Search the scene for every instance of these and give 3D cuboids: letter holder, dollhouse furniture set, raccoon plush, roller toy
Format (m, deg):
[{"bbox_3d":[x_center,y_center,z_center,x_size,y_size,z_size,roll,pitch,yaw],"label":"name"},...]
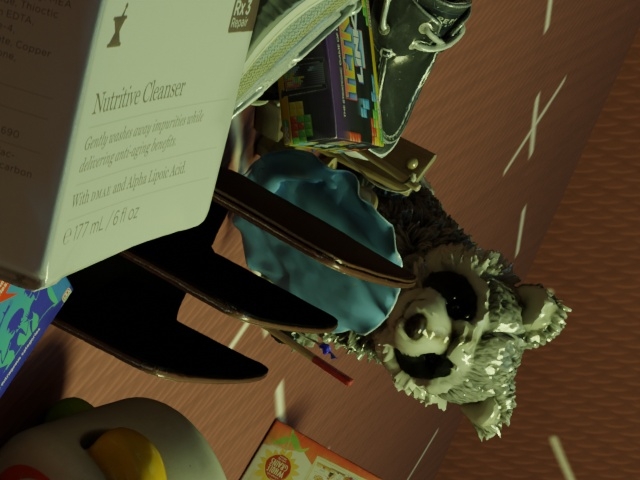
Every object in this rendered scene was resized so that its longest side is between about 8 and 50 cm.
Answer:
[{"bbox_3d":[-0.061,0.042,1.544,0.152,0.214,0.302,-63,166,3],"label":"letter holder"},{"bbox_3d":[0.027,-0.102,1.765,0.144,0.123,0.151,-53,163,-32],"label":"dollhouse furniture set"},{"bbox_3d":[0.144,0.024,2.044,0.446,0.299,0.216,-40,154,-56],"label":"raccoon plush"},{"bbox_3d":[-0.171,0.230,1.520,0.146,0.209,0.191,-14,101,-40],"label":"roller toy"}]

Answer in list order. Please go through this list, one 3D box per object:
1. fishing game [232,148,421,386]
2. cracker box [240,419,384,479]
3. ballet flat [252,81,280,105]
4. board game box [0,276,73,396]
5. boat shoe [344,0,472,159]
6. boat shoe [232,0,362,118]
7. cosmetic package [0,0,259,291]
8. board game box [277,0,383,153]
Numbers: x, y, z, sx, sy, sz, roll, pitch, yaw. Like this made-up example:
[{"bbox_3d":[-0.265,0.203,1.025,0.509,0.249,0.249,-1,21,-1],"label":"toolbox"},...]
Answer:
[{"bbox_3d":[0.000,0.000,1.732,0.041,0.189,0.264,-37,150,-43],"label":"fishing game"},{"bbox_3d":[-0.042,0.354,2.294,0.232,0.156,0.067,-58,166,-12],"label":"cracker box"},{"bbox_3d":[-0.049,-0.133,1.585,0.070,0.070,0.188,-65,161,10],"label":"ballet flat"},{"bbox_3d":[-0.244,0.051,1.271,0.160,0.047,0.210,-58,164,-15],"label":"board game box"},{"bbox_3d":[0.081,-0.205,1.678,0.108,0.102,0.301,-12,118,-51],"label":"boat shoe"},{"bbox_3d":[-0.046,-0.176,1.420,0.320,0.118,0.103,-50,168,-25],"label":"boat shoe"},{"bbox_3d":[-0.115,-0.194,0.945,0.217,0.156,0.385,-29,137,-69],"label":"cosmetic package"},{"bbox_3d":[0.004,-0.160,1.567,0.141,0.048,0.170,-2,86,-74],"label":"board game box"}]
